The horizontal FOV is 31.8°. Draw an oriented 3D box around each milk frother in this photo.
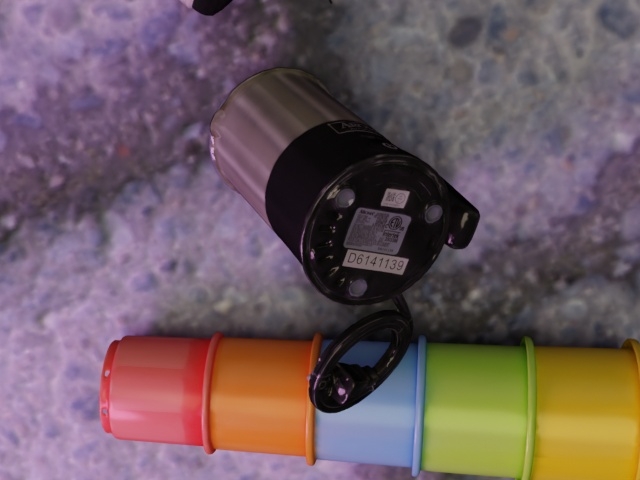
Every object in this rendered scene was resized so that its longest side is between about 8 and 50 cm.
[{"bbox_3d":[0.000,0.000,0.622,0.129,0.135,0.143,29,101,-36],"label":"milk frother"}]

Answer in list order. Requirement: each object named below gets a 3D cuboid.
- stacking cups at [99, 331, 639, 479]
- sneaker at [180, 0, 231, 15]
[{"bbox_3d":[0.029,0.104,0.671,0.316,0.096,0.096,0,103,4],"label":"stacking cups"},{"bbox_3d":[0.031,-0.173,0.609,0.217,0.079,0.121,-43,96,10],"label":"sneaker"}]
